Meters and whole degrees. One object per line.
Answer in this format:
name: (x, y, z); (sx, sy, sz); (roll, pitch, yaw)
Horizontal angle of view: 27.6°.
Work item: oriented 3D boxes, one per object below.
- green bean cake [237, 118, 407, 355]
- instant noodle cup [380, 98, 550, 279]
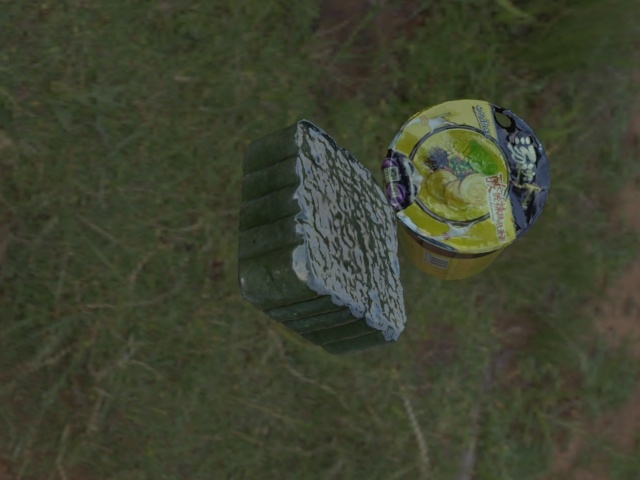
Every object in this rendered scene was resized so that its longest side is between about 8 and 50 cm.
green bean cake: (0.000, 0.000, 1.250); (0.183, 0.094, 0.185); (34, 49, -47)
instant noodle cup: (0.184, -0.048, 1.747); (0.236, 0.215, 0.216); (91, 24, -71)
